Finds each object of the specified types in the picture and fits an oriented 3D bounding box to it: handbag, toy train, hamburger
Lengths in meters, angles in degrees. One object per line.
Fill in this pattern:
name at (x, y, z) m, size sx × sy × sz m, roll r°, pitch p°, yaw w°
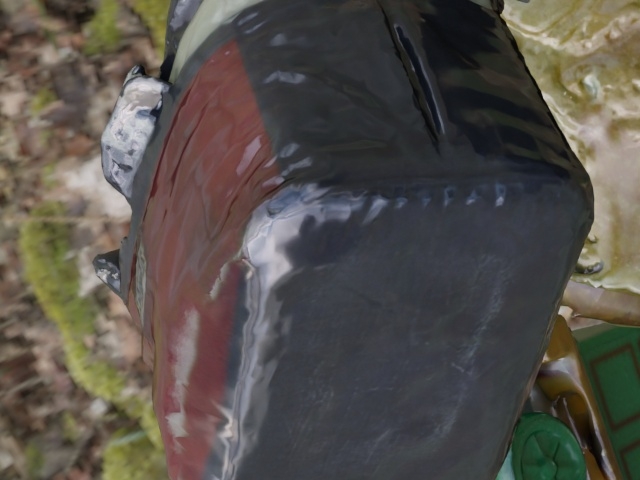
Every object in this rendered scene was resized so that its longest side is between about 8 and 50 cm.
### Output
handbag at (0.000, 0.000, 0.752) m, size 0.181 × 0.181 × 0.254 m, roll -5°, pitch 136°, yaw -14°
toy train at (0.193, 0.223, 1.356) m, size 0.178 × 0.249 × 0.429 m, roll -18°, pitch 91°, yaw 49°
hamburger at (0.218, -0.080, 1.097) m, size 0.265 × 0.134 × 0.285 m, roll 1°, pitch 102°, yaw 11°

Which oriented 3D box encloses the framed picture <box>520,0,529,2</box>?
framed picture at (0.101, -0.179, 0.731) m, size 0.011 × 0.149 × 0.109 m, roll 16°, pitch 126°, yaw -2°
